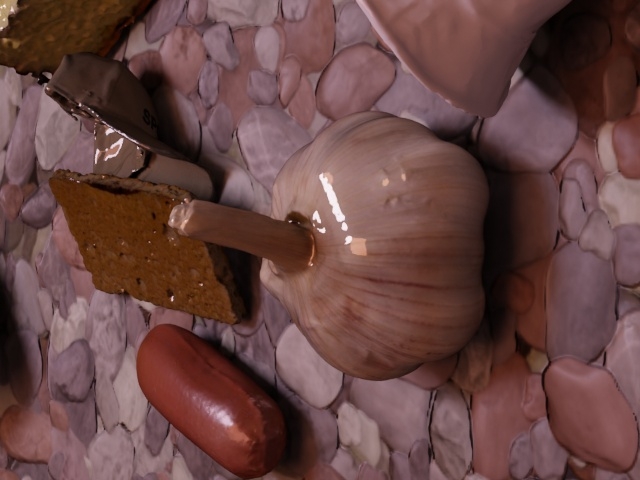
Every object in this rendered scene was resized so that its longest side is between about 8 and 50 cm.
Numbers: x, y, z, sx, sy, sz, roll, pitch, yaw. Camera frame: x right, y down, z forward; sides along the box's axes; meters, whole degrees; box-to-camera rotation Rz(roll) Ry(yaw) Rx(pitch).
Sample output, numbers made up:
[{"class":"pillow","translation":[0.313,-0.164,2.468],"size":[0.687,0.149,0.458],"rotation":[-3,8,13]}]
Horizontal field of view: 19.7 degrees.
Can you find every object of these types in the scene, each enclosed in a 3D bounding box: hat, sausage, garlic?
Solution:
[{"class":"hat","translation":[-0.151,-0.087,1.617],"size":[0.175,0.085,0.147],"rotation":[25,150,28]},{"class":"hat","translation":[0.109,-0.193,1.207],"size":[0.126,0.203,0.203],"rotation":[-29,68,29]},{"class":"sausage","translation":[-0.093,0.133,1.539],"size":[0.194,0.077,0.077],"rotation":[33,117,46]},{"class":"garlic","translation":[0.000,0.000,1.292],"size":[0.199,0.226,0.199],"rotation":[-7,81,54]}]

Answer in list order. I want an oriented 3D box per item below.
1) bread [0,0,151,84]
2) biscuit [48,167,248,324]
[{"class":"bread","translation":[-0.214,-0.262,1.630],"size":[0.260,0.129,0.134],"rotation":[-46,50,42]},{"class":"biscuit","translation":[-0.151,0.002,1.604],"size":[0.231,0.025,0.131],"rotation":[12,130,50]}]
